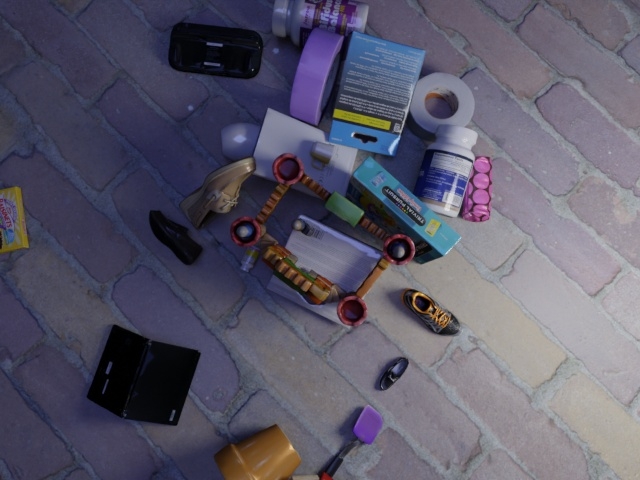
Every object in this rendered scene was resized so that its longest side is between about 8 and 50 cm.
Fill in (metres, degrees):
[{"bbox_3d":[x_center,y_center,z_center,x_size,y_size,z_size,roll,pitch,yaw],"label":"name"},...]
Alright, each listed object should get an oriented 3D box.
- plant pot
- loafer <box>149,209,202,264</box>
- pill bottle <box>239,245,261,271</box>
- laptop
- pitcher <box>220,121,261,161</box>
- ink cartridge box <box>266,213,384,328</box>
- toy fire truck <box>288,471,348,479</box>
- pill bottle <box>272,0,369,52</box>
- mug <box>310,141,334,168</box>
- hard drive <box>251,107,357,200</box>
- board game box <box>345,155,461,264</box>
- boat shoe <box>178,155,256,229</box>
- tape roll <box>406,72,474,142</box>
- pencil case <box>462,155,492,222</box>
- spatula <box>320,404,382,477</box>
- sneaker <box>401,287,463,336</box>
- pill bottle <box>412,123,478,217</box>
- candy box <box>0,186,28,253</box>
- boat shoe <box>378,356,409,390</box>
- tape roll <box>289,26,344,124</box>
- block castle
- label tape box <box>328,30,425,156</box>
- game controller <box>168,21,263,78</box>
[{"bbox_3d":[-0.165,0.631,1.212,0.188,0.205,0.205,-34,83,-21],"label":"plant pot"},{"bbox_3d":[-0.460,-0.016,1.368,0.220,0.080,0.078,47,51,7],"label":"loafer"},{"bbox_3d":[-0.225,0.057,1.366,0.043,0.043,0.083,24,82,3],"label":"pill bottle"},{"bbox_3d":[-0.543,0.411,1.323,0.264,0.136,0.234,12,80,27],"label":"laptop"},{"bbox_3d":[-0.211,-0.292,1.385,0.207,0.125,0.177,-4,82,-13],"label":"pitcher"},{"bbox_3d":[0.017,0.094,1.353,0.296,0.066,0.261,26,97,3],"label":"ink cartridge box"},{"bbox_3d":[-0.016,0.753,1.199,0.246,0.158,0.217,39,83,3],"label":"toy fire truck"},{"bbox_3d":[-0.002,-0.721,1.429,0.302,0.169,0.169,10,81,1],"label":"pill bottle"},{"bbox_3d":[0.001,-0.269,1.332,0.064,0.062,0.078,18,74,-12],"label":"mug"},{"bbox_3d":[-0.050,-0.259,1.364,0.319,0.040,0.210,18,81,-19],"label":"hard drive"},{"bbox_3d":[0.230,-0.077,1.288,0.336,0.254,0.079,43,84,6],"label":"board game box"},{"bbox_3d":[-0.294,-0.140,1.298,0.341,0.122,0.110,-29,91,40],"label":"boat shoe"},{"bbox_3d":[0.395,-0.444,1.440,0.219,0.072,0.219,0,81,-2],"label":"tape roll"},{"bbox_3d":[0.500,-0.167,1.389,0.098,0.095,0.209,10,77,-35],"label":"pencil case"},{"bbox_3d":[0.079,0.634,1.286,0.084,0.030,0.296,42,84,-12],"label":"spatula"},{"bbox_3d":[0.347,0.227,1.329,0.215,0.083,0.084,34,81,3],"label":"sneaker"},{"bbox_3d":[0.388,-0.214,1.337,0.153,0.153,0.264,17,94,2],"label":"pill bottle"},{"bbox_3d":[-1.010,-0.065,1.383,0.105,0.027,0.205,-13,82,-6],"label":"candy box"},{"bbox_3d":[0.227,0.410,1.320,0.125,0.038,0.046,-44,84,-7],"label":"boat shoe"},{"bbox_3d":[-0.009,-0.506,1.341,0.090,0.275,0.274,19,81,3],"label":"tape roll"},{"bbox_3d":[0.000,0.000,1.209,0.453,0.213,0.303,36,96,2],"label":"block castle"},{"bbox_3d":[0.166,-0.463,1.383,0.241,0.106,0.333,10,109,-11],"label":"label tape box"},{"bbox_3d":[-0.361,-0.651,1.475,0.319,0.067,0.166,7,95,1],"label":"game controller"}]
